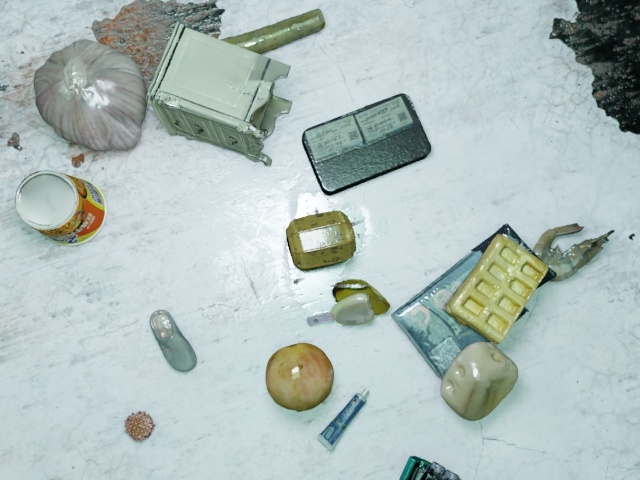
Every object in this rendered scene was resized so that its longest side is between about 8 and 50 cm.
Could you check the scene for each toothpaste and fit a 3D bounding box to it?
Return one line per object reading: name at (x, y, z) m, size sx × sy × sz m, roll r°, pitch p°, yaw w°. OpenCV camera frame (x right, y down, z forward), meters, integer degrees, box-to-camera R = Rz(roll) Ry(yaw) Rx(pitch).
toothpaste at (0.071, 0.496, 1.541) m, size 0.057 × 0.035 × 0.197 m, roll 38°, pitch 85°, yaw 19°

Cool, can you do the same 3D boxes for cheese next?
cheese at (0.053, 0.209, 1.558) m, size 0.192 × 0.037 × 0.097 m, roll -16°, pitch 112°, yaw 13°
cheese at (0.435, 0.377, 1.484) m, size 0.218 × 0.235 × 0.117 m, roll -24°, pitch 41°, yaw -18°

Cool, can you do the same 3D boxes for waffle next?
waffle at (0.480, 0.128, 1.481) m, size 0.168 × 0.057 × 0.274 m, roll 37°, pitch 82°, yaw 2°
waffle at (-0.503, 0.514, 1.523) m, size 0.075 × 0.029 × 0.083 m, roll -32°, pitch 83°, yaw -6°

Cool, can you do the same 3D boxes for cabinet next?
cabinet at (-0.260, -0.380, 1.512) m, size 0.318 × 0.290 × 0.227 m, roll 20°, pitch 82°, yaw 0°

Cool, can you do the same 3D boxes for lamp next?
lamp at (0.000, 0.000, 1.542) m, size 0.185 × 0.161 × 0.161 m, roll -15°, pitch 84°, yaw -4°

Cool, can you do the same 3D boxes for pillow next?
pillow at (0.558, 0.063, 1.587) m, size 0.141 × 0.055 × 0.208 m, roll -42°, pitch 86°, yaw 19°

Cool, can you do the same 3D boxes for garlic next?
garlic at (-0.624, -0.400, 1.517) m, size 0.318 × 0.259 × 0.317 m, roll 0°, pitch 83°, yaw 3°

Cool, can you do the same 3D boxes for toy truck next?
toy truck at (0.338, 0.673, 1.483) m, size 0.254 × 0.124 × 0.114 m, roll 26°, pitch 83°, yaw 0°

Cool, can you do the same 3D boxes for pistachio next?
pistachio at (0.119, 0.154, 1.575) m, size 0.173 × 0.049 × 0.089 m, roll 20°, pitch 114°, yaw -4°

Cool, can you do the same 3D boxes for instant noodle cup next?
instant noodle cup at (-0.722, -0.096, 1.517) m, size 0.214 × 0.174 × 0.213 m, roll 0°, pitch 83°, yaw -3°

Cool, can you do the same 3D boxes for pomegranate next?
pomegranate at (-0.055, 0.369, 1.479) m, size 0.192 × 0.191 × 0.191 m, roll 0°, pitch 83°, yaw -2°

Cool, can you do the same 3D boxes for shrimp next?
shrimp at (0.726, 0.016, 1.612) m, size 0.254 × 0.059 × 0.145 m, roll -41°, pitch 76°, yaw -1°

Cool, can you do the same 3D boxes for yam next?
yam at (-0.167, -0.605, 1.647) m, size 0.372 × 0.083 × 0.083 m, roll -19°, pitch 84°, yaw -3°

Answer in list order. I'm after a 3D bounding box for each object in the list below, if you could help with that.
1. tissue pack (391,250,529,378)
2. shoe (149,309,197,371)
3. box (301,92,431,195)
tissue pack at (0.392, 0.206, 1.553) m, size 0.316 × 0.103 × 0.227 m, roll -37°, pitch 88°, yaw -5°
shoe at (-0.419, 0.279, 1.530) m, size 0.079 × 0.078 × 0.195 m, roll -30°, pitch 81°, yaw -6°
box at (0.134, -0.287, 1.629) m, size 0.350 × 0.058 × 0.211 m, roll -21°, pitch 82°, yaw -4°
